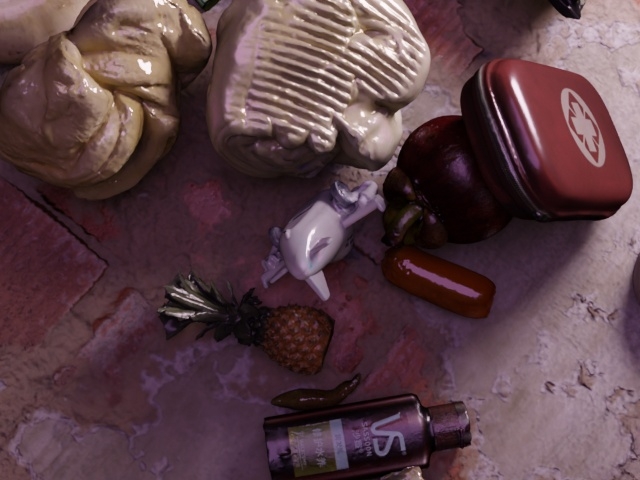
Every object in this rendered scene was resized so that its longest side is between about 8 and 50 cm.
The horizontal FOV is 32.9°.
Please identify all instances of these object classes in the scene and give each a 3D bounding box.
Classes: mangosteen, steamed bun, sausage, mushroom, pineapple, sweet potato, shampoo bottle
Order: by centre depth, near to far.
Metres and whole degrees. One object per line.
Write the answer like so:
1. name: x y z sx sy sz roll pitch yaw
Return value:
1. steamed bun: -0.333 -0.221 1.708 0.372 0.325 0.230 -40 79 -13
2. shampoo bottle: 0.075 0.318 1.723 0.322 0.084 0.129 -8 82 -2
3. mangosteen: 0.195 -0.076 1.734 0.257 0.215 0.215 -39 81 -7
4. pineapple: -0.121 0.136 1.741 0.277 0.119 0.130 19 88 3
5. sweet potato: -0.005 0.253 1.759 0.153 0.038 0.041 -13 102 -4
6. steamed bun: -0.015 -0.262 1.762 0.339 0.247 0.352 12 89 -13
7. sausage: 0.192 0.067 1.778 0.197 0.076 0.076 23 80 6
8. mushroom: -0.547 -0.451 1.795 0.356 0.315 0.315 9 77 -34

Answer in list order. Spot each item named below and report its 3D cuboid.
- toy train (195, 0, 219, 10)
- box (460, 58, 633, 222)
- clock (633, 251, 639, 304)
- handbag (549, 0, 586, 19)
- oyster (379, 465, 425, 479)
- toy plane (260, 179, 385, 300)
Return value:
1. toy train: -0.220 -0.472 1.901 0.071 0.038 0.148 -40 82 -5
2. box: 0.360 -0.151 1.678 0.108 0.404 0.263 -26 78 33
3. clock: 0.619 0.063 1.782 0.196 0.068 0.197 0 79 -1
4. handbag: 0.323 -0.568 1.816 0.416 0.180 0.317 28 60 2
5. oyster: 0.092 0.432 1.667 0.341 0.166 0.110 -28 58 5
6. toy plane: -0.003 -0.003 1.720 0.252 0.252 0.118 -42 103 -8
